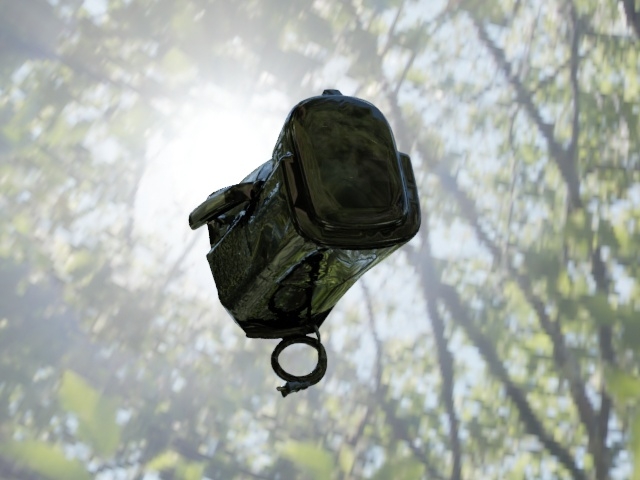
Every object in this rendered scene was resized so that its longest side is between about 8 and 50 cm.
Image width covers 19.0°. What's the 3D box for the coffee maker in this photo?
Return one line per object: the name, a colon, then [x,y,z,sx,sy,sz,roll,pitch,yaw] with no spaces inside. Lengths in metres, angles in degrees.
coffee maker: [0.000,0.000,1.423,0.171,0.120,0.178,58,-29,7]
